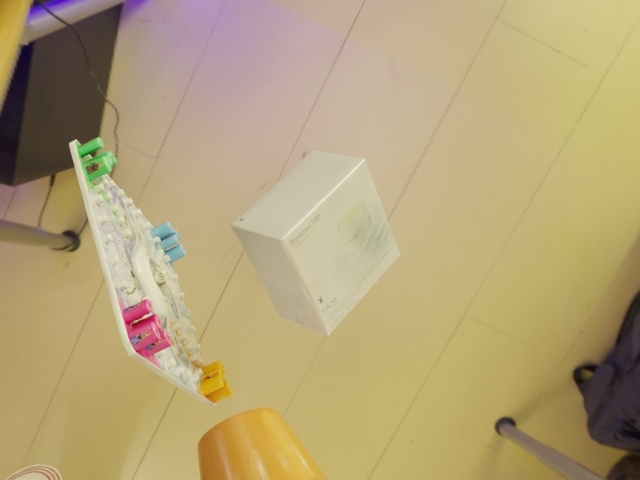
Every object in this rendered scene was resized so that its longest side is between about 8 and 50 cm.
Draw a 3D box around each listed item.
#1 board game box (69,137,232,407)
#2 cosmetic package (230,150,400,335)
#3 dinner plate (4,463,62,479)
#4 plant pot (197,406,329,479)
[{"bbox_3d":[-0.281,0.066,1.147,0.050,0.390,0.390,-23,63,-1],"label":"board game box"},{"bbox_3d":[0.000,0.000,1.164,0.224,0.138,0.225,-46,128,-27],"label":"cosmetic package"},{"bbox_3d":[-0.513,0.447,1.139,0.017,0.141,0.141,21,107,37],"label":"dinner plate"},{"bbox_3d":[-0.080,0.343,0.906,0.205,0.205,0.188,-35,58,9],"label":"plant pot"}]
